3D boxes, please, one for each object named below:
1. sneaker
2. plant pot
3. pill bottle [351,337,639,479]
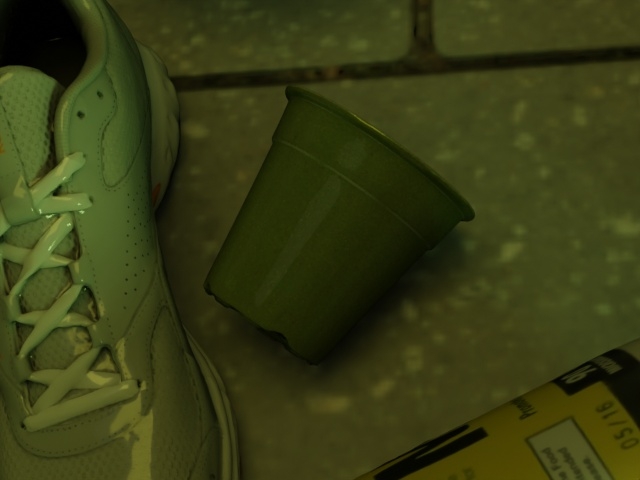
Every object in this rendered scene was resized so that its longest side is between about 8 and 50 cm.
[{"bbox_3d":[-0.097,0.006,0.541,0.099,0.121,0.262,-16,59,4],"label":"sneaker"},{"bbox_3d":[0.000,0.000,0.554,0.083,0.083,0.079,32,84,26],"label":"plant pot"},{"bbox_3d":[0.035,0.123,0.447,0.208,0.119,0.119,-26,59,-3],"label":"pill bottle"}]
